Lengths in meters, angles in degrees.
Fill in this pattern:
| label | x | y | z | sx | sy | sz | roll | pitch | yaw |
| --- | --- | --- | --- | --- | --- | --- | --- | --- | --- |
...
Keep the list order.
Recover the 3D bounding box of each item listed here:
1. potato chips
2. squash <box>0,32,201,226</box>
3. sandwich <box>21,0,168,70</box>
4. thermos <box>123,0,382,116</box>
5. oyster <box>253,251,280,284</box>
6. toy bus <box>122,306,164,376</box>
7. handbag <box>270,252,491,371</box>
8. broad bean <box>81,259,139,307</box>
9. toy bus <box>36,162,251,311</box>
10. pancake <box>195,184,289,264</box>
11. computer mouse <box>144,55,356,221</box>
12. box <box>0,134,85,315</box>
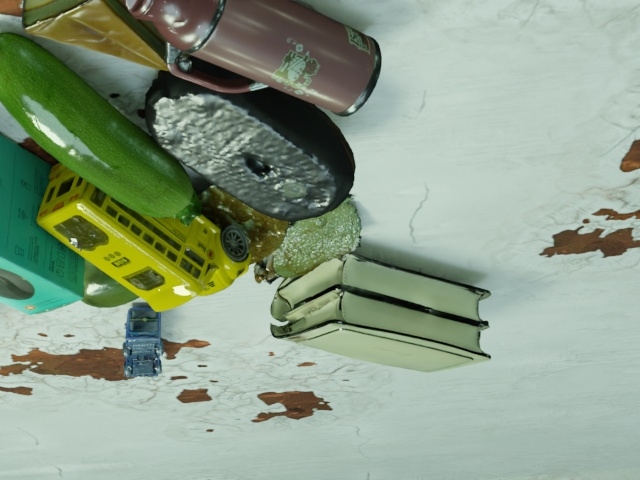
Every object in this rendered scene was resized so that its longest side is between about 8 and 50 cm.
| label | x | y | z | sx | sy | sz | roll | pitch | yaw |
| --- | --- | --- | --- | --- | --- | --- | --- | --- | --- |
| potato chips | 0.000 | 0.000 | 1.801 | 0.142 | 0.026 | 0.209 | 7 | 133 | -14 |
| squash | -0.298 | -0.132 | 1.441 | 0.107 | 0.107 | 0.395 | -20 | 137 | 29 |
| sandwich | -0.262 | -0.260 | 1.292 | 0.113 | 0.079 | 0.163 | -14 | 151 | 24 |
| thermos | -0.095 | -0.250 | 1.294 | 0.330 | 0.109 | 0.136 | 18 | 157 | -34 |
| oyster | -0.067 | 0.026 | 1.867 | 0.148 | 0.051 | 0.103 | -37 | 135 | 18 |
| toy bus | -0.358 | 0.209 | 2.142 | 0.079 | 0.094 | 0.236 | -4 | 154 | -12 |
| handbag | 0.116 | 0.143 | 1.998 | 0.359 | 0.160 | 0.237 | 16 | 152 | -29 |
| broad bean | -0.334 | 0.040 | 1.825 | 0.169 | 0.100 | 0.228 | 7 | 147 | -20 |
| toy bus | -0.261 | -0.002 | 1.633 | 0.144 | 0.152 | 0.330 | -22 | 132 | 36 |
| pancake | -0.146 | -0.054 | 1.716 | 0.197 | 0.054 | 0.376 | 8 | 150 | -2 |
| computer mouse | -0.093 | -0.144 | 1.474 | 0.323 | 0.116 | 0.183 | 34 | 127 | -27 |
| box | -0.482 | -0.039 | 1.553 | 0.118 | 0.205 | 0.311 | -20 | 149 | 25 |
